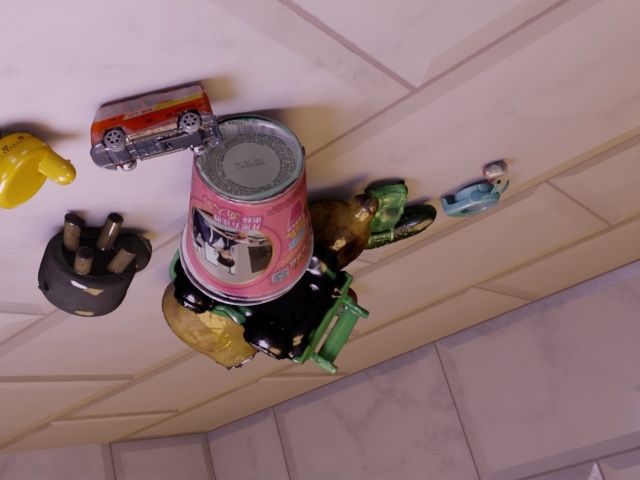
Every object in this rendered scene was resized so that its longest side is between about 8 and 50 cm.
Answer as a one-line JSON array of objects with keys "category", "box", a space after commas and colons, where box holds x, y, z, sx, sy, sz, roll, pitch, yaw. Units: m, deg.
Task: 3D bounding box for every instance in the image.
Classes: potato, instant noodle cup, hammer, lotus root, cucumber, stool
[{"category": "potato", "box": [-0.243, 0.148, 1.576, 0.229, 0.229, 0.266, -20, 144, 11]}, {"category": "instant noodle cup", "box": [-0.113, -0.056, 1.105, 0.243, 0.244, 0.255, -11, 151, -14]}, {"category": "hammer", "box": [0.370, -0.142, 1.495, 0.052, 0.031, 0.083, -14, 166, 3]}, {"category": "lotus root", "box": [0.000, 0.000, 1.417, 0.169, 0.142, 0.314, 6, 150, -43]}, {"category": "cucumber", "box": [0.162, -0.025, 1.593, 0.227, 0.069, 0.069, -23, 159, 30]}, {"category": "stool", "box": [-0.392, 0.025, 1.226, 0.153, 0.228, 0.139, 29, 123, -4]}]

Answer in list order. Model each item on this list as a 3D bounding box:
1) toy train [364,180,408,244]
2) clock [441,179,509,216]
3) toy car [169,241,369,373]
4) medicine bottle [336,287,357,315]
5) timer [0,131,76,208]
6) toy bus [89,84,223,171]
[{"category": "toy train", "box": [0.132, -0.060, 1.451, 0.099, 0.081, 0.149, -9, 159, -16]}, {"category": "clock", "box": [0.352, -0.095, 1.557, 0.147, 0.045, 0.108, -25, 164, 38]}, {"category": "toy car", "box": [-0.094, 0.093, 1.301, 0.358, 0.214, 0.176, 27, 168, 10]}, {"category": "medicine bottle", "box": [0.021, 0.153, 1.903, 0.090, 0.091, 0.216, -24, 158, 21]}, {"category": "timer", "box": [-0.398, -0.089, 0.936, 0.107, 0.109, 0.107, -56, 177, -5]}, {"category": "toy bus", "box": [-0.226, -0.153, 0.945, 0.174, 0.077, 0.079, -14, 160, -4]}]
